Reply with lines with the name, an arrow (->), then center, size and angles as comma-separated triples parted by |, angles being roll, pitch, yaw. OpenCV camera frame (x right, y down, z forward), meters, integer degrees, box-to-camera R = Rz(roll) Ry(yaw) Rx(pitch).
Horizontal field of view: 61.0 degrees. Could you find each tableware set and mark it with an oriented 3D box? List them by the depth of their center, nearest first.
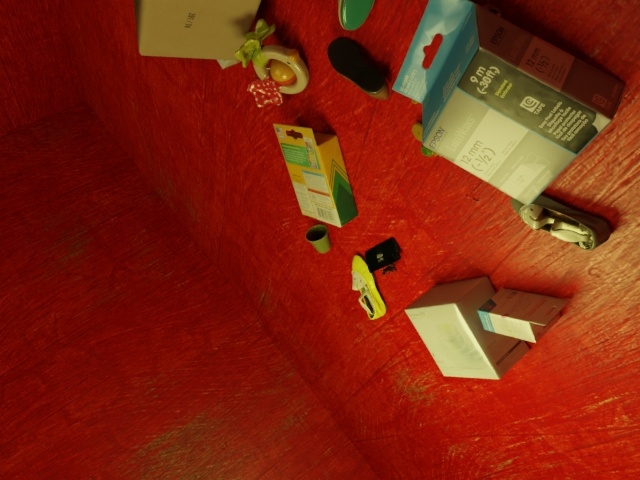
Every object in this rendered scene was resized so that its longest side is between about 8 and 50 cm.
tableware set -> 0.247, -0.262, 1.240 | 0.104, 0.024, 0.154 | 15, 133, 57

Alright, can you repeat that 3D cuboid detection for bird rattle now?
bird rattle -> -0.130, -0.469, 1.521 | 0.207, 0.143, 0.253 | 17, 148, 24

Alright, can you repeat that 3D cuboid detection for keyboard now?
keyboard -> 0.200, 0.058, 1.670 | 0.192, 0.038, 0.100 | 145, 115, -64

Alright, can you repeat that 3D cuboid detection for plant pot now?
plant pot -> 0.000, 0.000, 1.888 | 0.083, 0.083, 0.079 | 28, 155, 44

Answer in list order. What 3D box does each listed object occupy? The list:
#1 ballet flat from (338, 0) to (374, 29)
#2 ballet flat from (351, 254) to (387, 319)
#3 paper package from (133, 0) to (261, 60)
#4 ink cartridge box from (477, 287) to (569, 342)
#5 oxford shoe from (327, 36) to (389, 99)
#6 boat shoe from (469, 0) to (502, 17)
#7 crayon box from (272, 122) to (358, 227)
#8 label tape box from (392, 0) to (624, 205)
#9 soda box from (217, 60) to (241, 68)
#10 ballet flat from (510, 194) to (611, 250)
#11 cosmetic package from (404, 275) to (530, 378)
ballet flat -> 0.081, -0.566, 1.138 | 0.086, 0.086, 0.248 | 47, 150, 19
ballet flat -> 0.149, 0.161, 1.801 | 0.077, 0.077, 0.231 | 2, 121, 59
paper package -> -0.333, -0.649, 1.452 | 0.325, 0.309, 0.168 | 138, 124, -62
ink cartridge box -> 0.470, 0.172, 1.246 | 0.181, 0.104, 0.061 | 7, 126, 57
oxford shoe -> 0.089, -0.405, 1.301 | 0.212, 0.076, 0.076 | 54, -167, 26
boat shoe -> 0.295, -0.386, 0.977 | 0.226, 0.083, 0.076 | 47, 144, -6
crayon box -> -0.013, -0.215, 1.656 | 0.203, 0.083, 0.323 | 22, 138, 49
label tape box -> 0.294, -0.244, 0.962 | 0.348, 0.115, 0.249 | 30, 149, 4
soda box -> -0.329, -0.656, 1.710 | 0.216, 0.074, 0.069 | 57, 153, 0
ballet flat -> 0.458, -0.041, 1.075 | 0.213, 0.068, 0.072 | 29, 142, 43
cosmetic package -> 0.379, 0.232, 1.431 | 0.224, 0.138, 0.224 | 60, 153, -3
